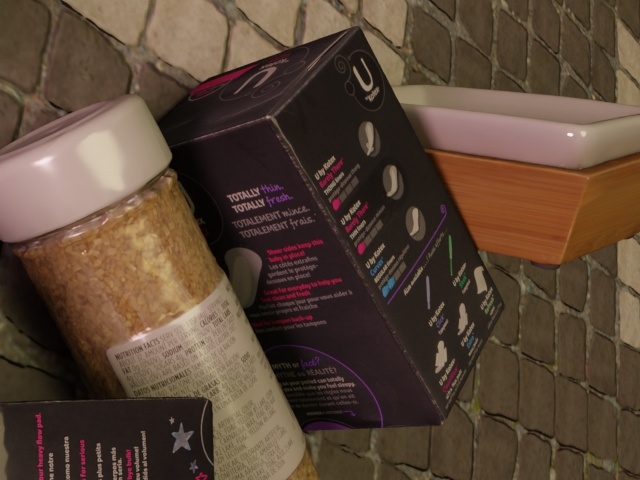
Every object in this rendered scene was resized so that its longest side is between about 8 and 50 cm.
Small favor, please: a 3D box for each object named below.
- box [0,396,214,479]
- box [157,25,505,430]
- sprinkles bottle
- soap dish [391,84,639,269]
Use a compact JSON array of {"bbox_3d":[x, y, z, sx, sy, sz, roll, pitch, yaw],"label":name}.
[{"bbox_3d":[-0.159,0.212,0.577,0.142,0.163,0.247,9,75,-47],"label":"box"},{"bbox_3d":[0.000,0.000,0.824,0.270,0.165,0.143,60,42,-23],"label":"box"},{"bbox_3d":[-0.097,0.084,0.718,0.121,0.121,0.355,-43,114,-47],"label":"sprinkles bottle"},{"bbox_3d":[0.143,-0.066,0.942,0.229,0.291,0.118,-15,113,-52],"label":"soap dish"}]
